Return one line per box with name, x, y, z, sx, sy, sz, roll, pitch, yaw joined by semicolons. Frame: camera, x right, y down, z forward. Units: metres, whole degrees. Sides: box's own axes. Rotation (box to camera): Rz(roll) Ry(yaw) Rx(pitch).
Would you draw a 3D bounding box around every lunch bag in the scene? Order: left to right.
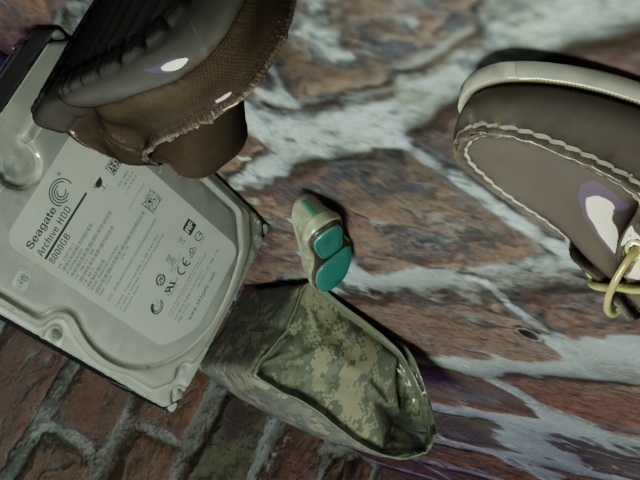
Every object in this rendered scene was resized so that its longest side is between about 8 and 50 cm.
lunch bag;0.008;0.195;1.179;0.287;0.169;0.235;38;160;-18

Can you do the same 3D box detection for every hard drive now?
hard drive;-0.206;-0.004;0.807;0.064;0.237;0.339;10;155;40

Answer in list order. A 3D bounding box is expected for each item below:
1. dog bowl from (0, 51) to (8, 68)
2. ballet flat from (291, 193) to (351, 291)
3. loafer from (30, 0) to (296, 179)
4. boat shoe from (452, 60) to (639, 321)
dog bowl;-0.408;-0.140;0.924;0.264;0.104;0.265;24;162;8
ballet flat;0.000;0.000;0.854;0.052;0.057;0.168;50;166;20
loafer;-0.091;-0.113;0.545;0.130;0.134;0.366;29;173;-23
boat shoe;0.214;0.009;0.474;0.324;0.097;0.116;28;163;-3
